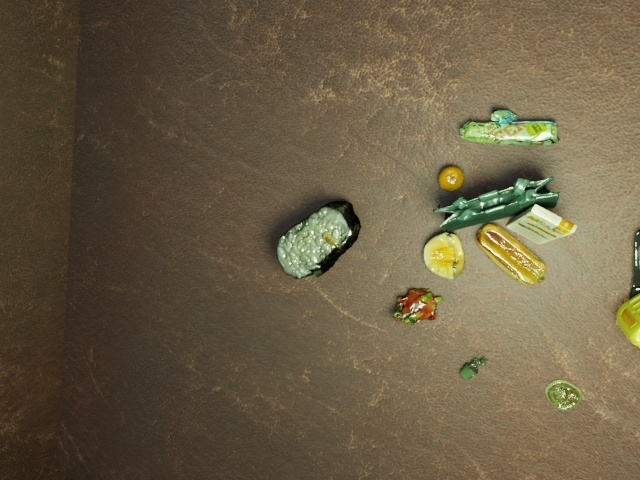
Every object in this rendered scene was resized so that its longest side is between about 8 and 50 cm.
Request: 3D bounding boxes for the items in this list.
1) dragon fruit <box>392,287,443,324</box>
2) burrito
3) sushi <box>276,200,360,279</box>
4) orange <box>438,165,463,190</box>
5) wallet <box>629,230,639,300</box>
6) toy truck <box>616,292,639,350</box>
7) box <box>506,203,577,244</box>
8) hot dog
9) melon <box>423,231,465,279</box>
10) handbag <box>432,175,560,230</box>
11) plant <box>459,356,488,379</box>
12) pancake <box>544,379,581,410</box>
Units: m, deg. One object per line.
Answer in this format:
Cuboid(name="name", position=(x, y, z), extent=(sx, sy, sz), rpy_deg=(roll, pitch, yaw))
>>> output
Cuboid(name="dragon fruit", position=(0.335, 0.248, 1.429), extent=(0.138, 0.175, 0.142), rpy_deg=(47, 144, 20))
Cuboid(name="burrito", position=(0.581, -0.349, 1.241), extent=(0.289, 0.054, 0.104), rpy_deg=(7, 101, 22))
Cuboid(name="sushi", position=(0.000, 0.000, 1.490), extent=(0.350, 0.171, 0.210), rpy_deg=(-44, 79, 23))
Cuboid(name="orange", position=(0.429, -0.202, 1.324), extent=(0.084, 0.070, 0.083), rpy_deg=(2, 96, 20))
Cuboid(name="wallet", position=(1.021, 0.116, 1.138), extent=(0.248, 0.041, 0.322), rpy_deg=(-3, 101, 24))
Cuboid(name="toy truck", position=(0.999, 0.165, 1.042), extent=(0.254, 0.180, 0.405), rpy_deg=(42, 117, 2))
Cuboid(name="box", position=(0.638, -0.041, 1.178), extent=(0.122, 0.220, 0.032), rpy_deg=(32, 86, 12))
Cuboid(name="hot dog", position=(0.608, 0.051, 1.292), extent=(0.250, 0.076, 0.104), rpy_deg=(41, 92, 8))
Cuboid(name="melon", position=(0.421, 0.046, 1.372), extent=(0.128, 0.079, 0.160), rpy_deg=(-5, 98, 42))
Cuboid(name="handbag", position=(0.521, -0.108, 1.209), extent=(0.327, 0.239, 0.089), rpy_deg=(-15, 83, 25))
Cuboid(name="plant", position=(0.533, 0.437, 1.399), extent=(0.051, 0.051, 0.102), rpy_deg=(42, 108, 12))
Cuboid(name="pancake", position=(0.792, 0.505, 1.317), extent=(0.108, 0.017, 0.107), rpy_deg=(3, 98, 20))
